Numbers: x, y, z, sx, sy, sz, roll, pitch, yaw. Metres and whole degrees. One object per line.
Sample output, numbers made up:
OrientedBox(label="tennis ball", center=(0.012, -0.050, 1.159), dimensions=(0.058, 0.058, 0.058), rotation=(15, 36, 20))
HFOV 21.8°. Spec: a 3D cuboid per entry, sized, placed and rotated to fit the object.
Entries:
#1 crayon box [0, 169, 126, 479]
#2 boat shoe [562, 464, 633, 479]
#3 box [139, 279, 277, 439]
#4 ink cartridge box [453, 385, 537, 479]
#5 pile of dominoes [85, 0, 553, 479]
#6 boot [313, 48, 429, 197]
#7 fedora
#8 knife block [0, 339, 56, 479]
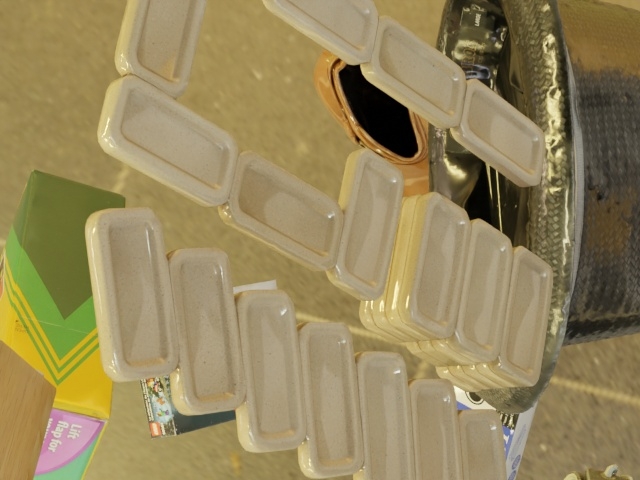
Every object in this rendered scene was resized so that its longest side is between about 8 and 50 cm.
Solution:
OrientedBox(label="crayon box", center=(-0.285, 0.173, 1.543), dimensions=(0.106, 0.363, 0.313), rotation=(16, 35, -14))
OrientedBox(label="boat shoe", center=(0.210, 0.221, 1.233), dimensions=(0.335, 0.121, 0.119), rotation=(-5, 53, -26))
OrientedBox(label="box", center=(-0.127, 0.141, 2.016), dimensions=(0.044, 0.233, 0.159), rotation=(-13, 87, 39))
OrientedBox(label="ink cartridge box", center=(0.188, 0.173, 1.840), dimensions=(0.097, 0.046, 0.207), rotation=(27, 121, 27))
OrientedBox(label="pile of dominoes", center=(0.000, 0.000, 0.655), dimensions=(0.040, 0.251, 0.196), rotation=(-11, 58, 43))
OrientedBox(label="boot", center=(0.104, -0.109, 1.840), dimensions=(0.109, 0.220, 0.283), rotation=(-39, 98, 0))
OrientedBox(label="fedora", center=(0.178, -0.049, 1.144), dimensions=(0.152, 0.334, 0.334), rotation=(-1, 67, -11))
OrientedBox(label="knife block", center=(-0.209, 0.141, 0.709), dimensions=(0.088, 0.276, 0.242), rotation=(-1, 59, 23))
